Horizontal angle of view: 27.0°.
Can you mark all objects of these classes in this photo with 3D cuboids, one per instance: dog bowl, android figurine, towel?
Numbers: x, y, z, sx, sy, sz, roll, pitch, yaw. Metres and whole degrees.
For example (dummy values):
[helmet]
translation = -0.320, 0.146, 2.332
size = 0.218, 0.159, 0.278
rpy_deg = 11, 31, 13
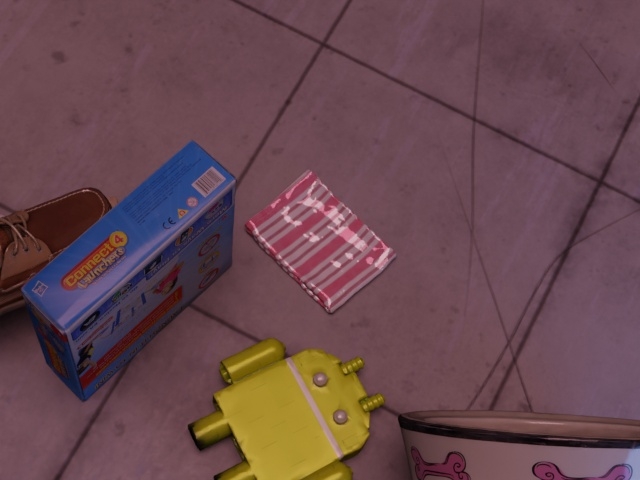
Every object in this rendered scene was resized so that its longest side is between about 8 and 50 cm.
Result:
[dog bowl]
translation = 0.303, 0.311, 1.743
size = 0.408, 0.408, 0.150
rpy_deg = 3, 87, -4
[android figurine]
translation = -0.042, 0.258, 1.902
size = 0.273, 0.056, 0.248
rpy_deg = -23, 71, -13
[towel]
translation = 0.000, 0.000, 2.026
size = 0.144, 0.029, 0.197
rpy_deg = -41, 77, -18

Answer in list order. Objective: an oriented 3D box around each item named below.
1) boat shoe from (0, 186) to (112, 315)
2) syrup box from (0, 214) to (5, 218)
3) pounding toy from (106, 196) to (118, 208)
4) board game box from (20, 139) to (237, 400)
[boat shoe]
translation = -0.424, 0.025, 1.819
size = 0.324, 0.116, 0.123
rpy_deg = -36, 67, -19
[syrup box]
translation = -0.511, 0.077, 1.909
size = 0.096, 0.093, 0.237
rpy_deg = 20, 67, 2
[pounding toy]
translation = -0.358, 0.011, 1.948
size = 0.141, 0.100, 0.130
rpy_deg = -8, 68, -8
[board game box]
translation = -0.254, 0.049, 1.833
size = 0.086, 0.302, 0.308
rpy_deg = 42, 69, 12
